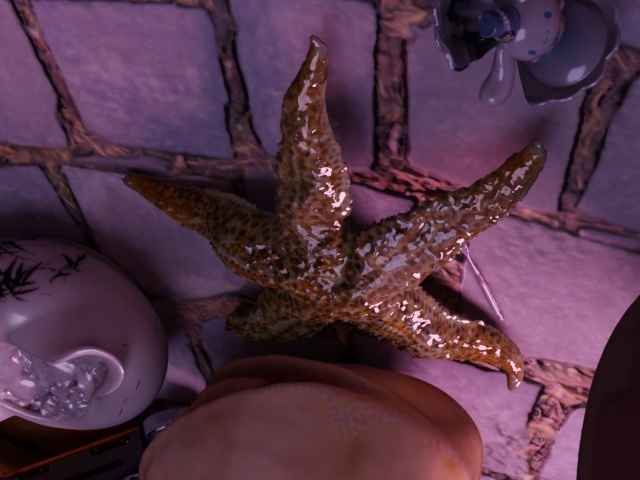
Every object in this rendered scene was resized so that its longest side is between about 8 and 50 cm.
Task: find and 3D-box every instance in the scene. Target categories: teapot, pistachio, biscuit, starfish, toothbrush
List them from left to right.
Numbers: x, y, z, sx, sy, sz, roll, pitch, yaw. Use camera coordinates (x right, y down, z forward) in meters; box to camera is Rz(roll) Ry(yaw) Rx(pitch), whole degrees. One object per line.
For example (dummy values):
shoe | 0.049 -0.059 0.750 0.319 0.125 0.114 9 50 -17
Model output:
biscuit | -0.329 0.173 1.315 0.262 0.052 0.277 27 143 -7
teapot | -0.248 0.101 1.111 0.208 0.166 0.299 30 134 -30
pistachio | -0.005 0.194 1.047 0.309 0.230 0.230 1 139 40
starfish | -0.002 0.001 0.921 0.347 0.078 0.358 9 144 26
toothbrush | 0.121 0.029 0.952 0.006 0.008 0.097 -2 138 30

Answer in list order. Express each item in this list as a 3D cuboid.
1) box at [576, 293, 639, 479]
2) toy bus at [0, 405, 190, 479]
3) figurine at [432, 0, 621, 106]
box | 0.329 0.151 0.783 0.301 0.301 0.216 -17 136 40
toy bus | -0.214 0.278 1.256 0.329 0.143 0.153 -22 158 11
figurine | 0.110 -0.121 0.713 0.086 0.094 0.082 16 -166 -42
